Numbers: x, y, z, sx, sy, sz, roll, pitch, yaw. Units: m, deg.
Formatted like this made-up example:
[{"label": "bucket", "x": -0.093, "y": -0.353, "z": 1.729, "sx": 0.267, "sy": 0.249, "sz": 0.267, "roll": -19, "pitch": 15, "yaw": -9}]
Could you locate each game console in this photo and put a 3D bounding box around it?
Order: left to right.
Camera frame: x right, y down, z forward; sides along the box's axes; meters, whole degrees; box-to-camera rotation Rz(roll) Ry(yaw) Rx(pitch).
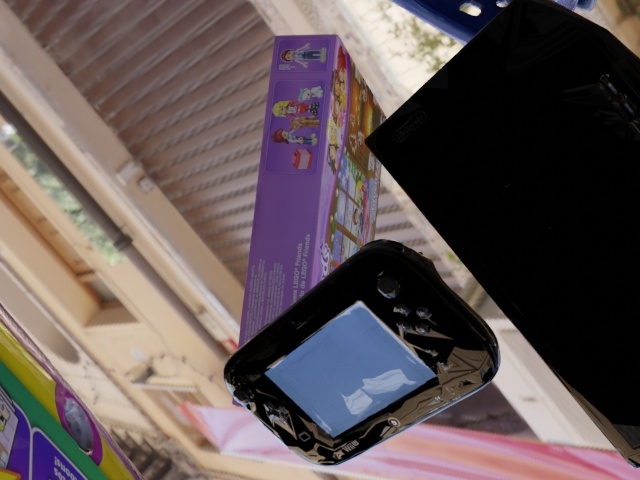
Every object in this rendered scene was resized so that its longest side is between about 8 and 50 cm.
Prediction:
[{"label": "game console", "x": 0.070, "y": 0.050, "z": 0.481, "sx": 0.044, "sy": 0.213, "sz": 0.361, "roll": -38, "pitch": 177, "yaw": -45}]

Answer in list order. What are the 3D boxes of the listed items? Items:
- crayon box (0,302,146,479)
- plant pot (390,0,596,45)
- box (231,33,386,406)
[{"label": "crayon box", "x": -0.140, "y": 0.184, "z": 0.351, "sx": 0.106, "sy": 0.363, "sz": 0.313, "roll": -25, "pitch": -143, "yaw": 1}, {"label": "plant pot", "x": 0.231, "y": -0.376, "z": 1.039, "sx": 0.212, "sy": 0.236, "sz": 0.236, "roll": -36, "pitch": 151, "yaw": -34}, {"label": "box", "x": 0.000, "y": 0.000, "z": 0.755, "sx": 0.057, "sy": 0.293, "sz": 0.201, "roll": 3, "pitch": 170, "yaw": 16}]
